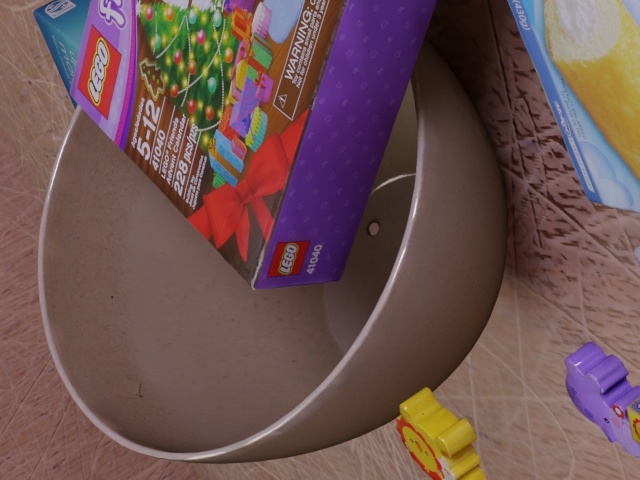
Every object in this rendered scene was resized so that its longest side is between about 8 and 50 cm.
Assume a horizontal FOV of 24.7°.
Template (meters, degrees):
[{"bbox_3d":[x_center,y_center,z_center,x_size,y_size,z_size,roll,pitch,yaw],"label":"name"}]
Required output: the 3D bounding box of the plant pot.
[{"bbox_3d":[0.000,0.000,0.854,0.191,0.284,0.284,22,-164,-47],"label":"plant pot"}]

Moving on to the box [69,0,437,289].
[{"bbox_3d":[-0.024,-0.152,0.693,0.201,0.057,0.293,44,126,41],"label":"box"}]

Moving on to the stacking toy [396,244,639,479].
[{"bbox_3d":[0.159,0.094,0.651,0.221,0.167,0.052,38,154,49],"label":"stacking toy"}]

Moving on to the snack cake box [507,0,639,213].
[{"bbox_3d":[0.121,-0.134,0.497,0.264,0.089,0.152,65,164,-20],"label":"snack cake box"}]

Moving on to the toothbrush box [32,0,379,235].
[{"bbox_3d":[-0.081,-0.073,1.133,0.295,0.126,0.216,38,154,48],"label":"toothbrush box"}]
